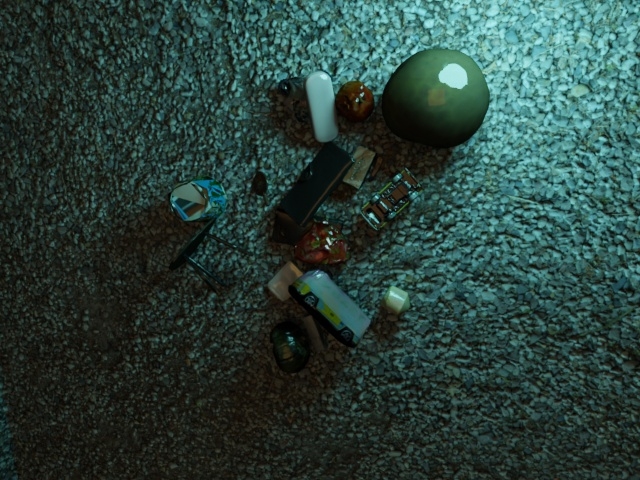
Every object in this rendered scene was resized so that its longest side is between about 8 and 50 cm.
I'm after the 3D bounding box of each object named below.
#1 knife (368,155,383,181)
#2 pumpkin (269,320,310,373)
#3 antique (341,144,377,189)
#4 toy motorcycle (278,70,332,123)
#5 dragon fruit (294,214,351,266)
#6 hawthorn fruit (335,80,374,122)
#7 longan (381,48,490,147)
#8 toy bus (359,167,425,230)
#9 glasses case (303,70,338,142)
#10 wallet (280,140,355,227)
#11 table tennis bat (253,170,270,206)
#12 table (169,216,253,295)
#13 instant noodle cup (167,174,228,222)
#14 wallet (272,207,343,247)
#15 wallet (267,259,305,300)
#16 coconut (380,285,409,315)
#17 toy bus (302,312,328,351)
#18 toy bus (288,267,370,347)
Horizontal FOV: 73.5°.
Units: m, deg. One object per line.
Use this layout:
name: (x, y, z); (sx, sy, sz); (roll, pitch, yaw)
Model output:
knife: (0.239, -0.310, 1.867); (0.031, 0.018, 0.121); (27, 104, -1)
pumpkin: (-0.135, 0.486, 1.971); (0.159, 0.238, 0.238); (-20, 95, 10)
antique: (0.165, -0.310, 1.846); (0.088, 0.086, 0.183); (26, 103, 7)
toy motorcycle: (-0.061, -0.606, 1.837); (0.239, 0.108, 0.204); (-3, 94, 35)
dragon fruit: (0.000, 0.000, 1.867); (0.261, 0.134, 0.212); (0, 102, 8)
hawthorn fruit: (0.146, -0.575, 1.759); (0.173, 0.179, 0.174); (-1, 75, 4)
longan: (0.433, -0.530, 1.636); (0.404, 0.336, 0.405); (15, 139, 13)
toy bus: (0.298, -0.170, 1.810); (0.262, 0.150, 0.128); (-42, 88, 10)
glasses case: (0.004, -0.547, 1.778); (0.113, 0.075, 0.297); (-18, 131, -7)
wallet: (-0.018, -0.252, 1.866); (0.378, 0.051, 0.197); (-51, 53, 11)
table tennis bat: (-0.227, -0.236, 1.980); (0.107, 0.119, 0.170); (-35, 69, 43)
table: (-0.502, 0.112, 1.953); (0.249, 0.317, 0.317); (39, 105, -5)
instant noodle cup: (-0.568, -0.183, 1.970); (0.240, 0.178, 0.240); (2, 100, 10)
wallet: (-0.064, -0.040, 1.959); (0.317, 0.045, 0.173); (13, 106, 7)
wallet: (-0.158, 0.192, 2.025); (0.124, 0.032, 0.183); (42, 106, 2)
coconut: (0.337, 0.269, 1.895); (0.122, 0.116, 0.116); (30, 104, 10)
toy bus: (-0.023, 0.429, 2.014); (0.064, 0.075, 0.191); (-21, 94, 13)
toy bus: (0.042, 0.284, 1.890); (0.386, 0.171, 0.162); (45, 73, -13)
